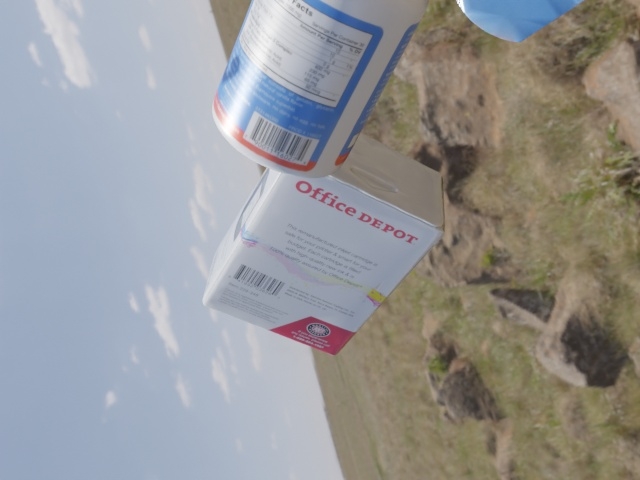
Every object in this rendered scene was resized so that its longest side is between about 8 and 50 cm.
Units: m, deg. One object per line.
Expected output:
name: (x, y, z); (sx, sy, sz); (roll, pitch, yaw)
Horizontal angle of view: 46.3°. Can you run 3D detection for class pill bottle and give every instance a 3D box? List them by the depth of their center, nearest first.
pill bottle: (0.008, -0.168, 0.576); (0.222, 0.124, 0.124); (-60, 31, 33)

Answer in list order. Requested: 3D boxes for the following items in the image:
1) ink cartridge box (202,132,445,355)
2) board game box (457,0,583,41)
ink cartridge box: (0.000, 0.000, 1.042); (0.306, 0.226, 0.131); (-53, 19, 38)
board game box: (0.199, -0.260, 0.673); (0.033, 0.168, 0.133); (3, -122, -64)
